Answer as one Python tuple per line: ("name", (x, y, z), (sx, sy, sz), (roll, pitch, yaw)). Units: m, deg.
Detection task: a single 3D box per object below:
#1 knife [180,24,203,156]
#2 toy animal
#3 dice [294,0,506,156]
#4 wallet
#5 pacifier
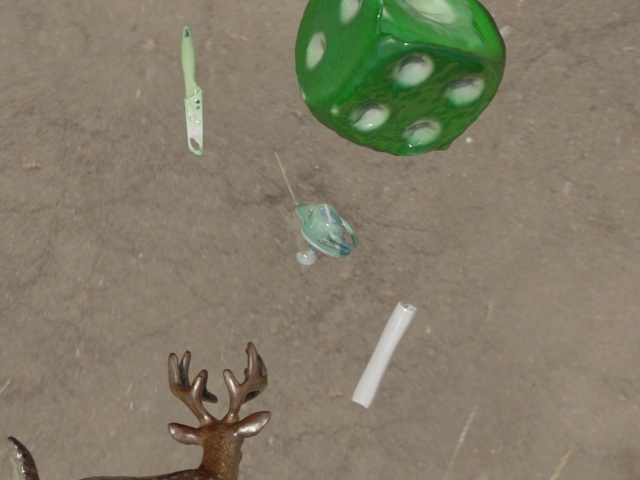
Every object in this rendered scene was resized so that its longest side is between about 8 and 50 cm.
("knife", (-0.185, -0.220, 1.286), (0.030, 0.014, 0.207), (-7, 77, 7))
("toy animal", (-0.103, 0.186, 0.635), (0.087, 0.243, 0.260), (-23, 66, 26))
("dice", (0.060, -0.150, 0.713), (0.128, 0.131, 0.120), (12, 135, -32))
("wallet", (0.074, 0.127, 0.994), (0.025, 0.061, 0.122), (26, 94, 16))
("pacifier", (0.000, 0.000, 1.607), (0.127, 0.150, 0.116), (15, 120, -29))
